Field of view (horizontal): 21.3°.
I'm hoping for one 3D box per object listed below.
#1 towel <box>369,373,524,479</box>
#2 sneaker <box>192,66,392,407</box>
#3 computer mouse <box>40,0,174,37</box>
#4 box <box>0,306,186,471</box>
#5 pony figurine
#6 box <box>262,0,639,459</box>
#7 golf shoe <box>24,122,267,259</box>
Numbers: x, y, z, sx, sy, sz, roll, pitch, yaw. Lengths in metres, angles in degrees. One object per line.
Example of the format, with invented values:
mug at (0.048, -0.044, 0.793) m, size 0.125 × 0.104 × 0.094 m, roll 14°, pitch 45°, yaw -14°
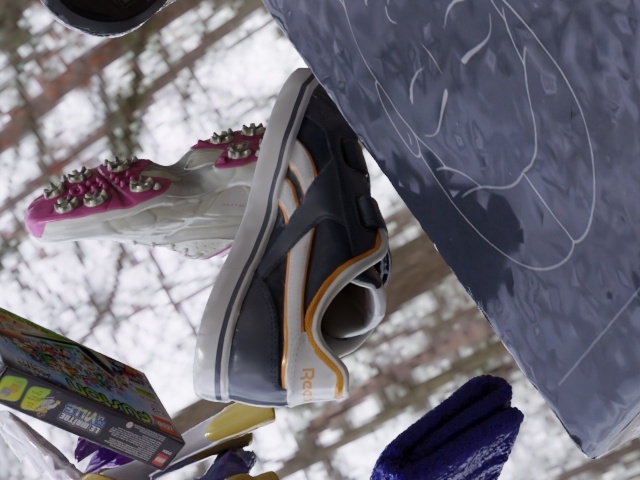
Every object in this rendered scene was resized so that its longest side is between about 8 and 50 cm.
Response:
towel at (0.114, 0.309, 1.844) m, size 0.076 × 0.308 × 0.227 m, roll 32°, pitch -138°, yaw 24°
sneaker at (0.000, 0.000, 1.346) m, size 0.126 × 0.127 × 0.321 m, roll 87°, pitch -165°, yaw -53°
computer mouse at (-0.154, -0.262, 1.540) m, size 0.272 × 0.072 × 0.188 m, roll -36°, pitch -86°, yaw -33°
box at (-0.221, 0.126, 1.490) m, size 0.207 × 0.036 × 0.114 m, roll 30°, pitch -166°, yaw -40°
pony figurine at (-0.231, 0.287, 1.848) m, size 0.363 × 0.351 × 0.303 m, roll -18°, pitch -100°, yaw -13°
box at (0.220, -0.194, 1.072) m, size 0.297 × 0.480 × 0.472 m, roll -24°, pitch -110°, yaw -25°
golf shoe at (-0.162, -0.027, 1.837) m, size 0.115 × 0.306 × 0.140 m, roll -120°, pitch 18°, yaw -59°
